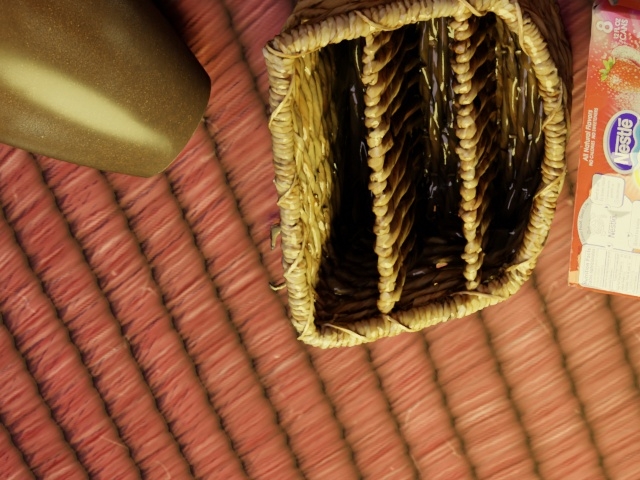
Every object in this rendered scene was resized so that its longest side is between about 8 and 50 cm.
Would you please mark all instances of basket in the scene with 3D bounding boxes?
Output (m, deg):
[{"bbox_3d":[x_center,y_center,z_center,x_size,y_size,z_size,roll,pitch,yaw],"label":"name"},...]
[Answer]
[{"bbox_3d":[0.089,-0.077,1.530,0.213,0.223,0.299,5,123,13],"label":"basket"}]

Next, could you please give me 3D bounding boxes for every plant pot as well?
[{"bbox_3d":[-0.216,-0.154,1.619,0.230,0.215,0.215,33,131,-25],"label":"plant pot"}]

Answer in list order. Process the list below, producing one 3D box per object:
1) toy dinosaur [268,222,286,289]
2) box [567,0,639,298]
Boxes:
[{"bbox_3d":[0.000,0.000,1.751,0.092,0.053,0.183,2,115,-4],"label":"toy dinosaur"},{"bbox_3d":[0.268,-0.087,1.452,0.128,0.123,0.257,9,127,13],"label":"box"}]
